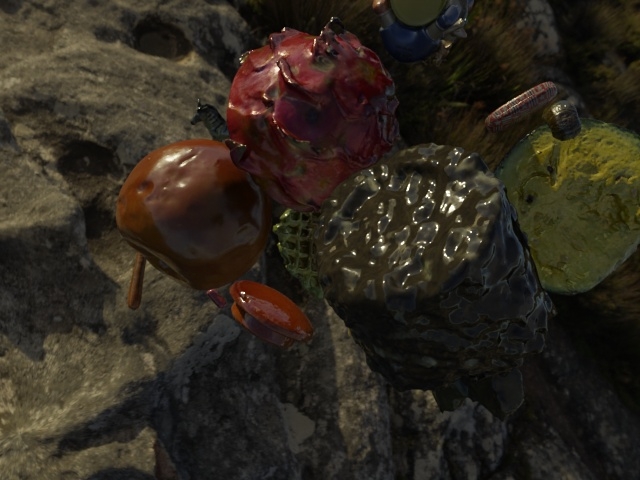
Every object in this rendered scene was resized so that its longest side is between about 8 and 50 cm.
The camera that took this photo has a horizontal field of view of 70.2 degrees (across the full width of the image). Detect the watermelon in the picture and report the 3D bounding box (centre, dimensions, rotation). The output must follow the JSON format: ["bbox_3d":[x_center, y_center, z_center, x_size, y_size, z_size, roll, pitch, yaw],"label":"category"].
[{"bbox_3d":[0.489,-0.062,0.922,0.189,0.330,0.331,27,43,-76],"label":"watermelon"}]

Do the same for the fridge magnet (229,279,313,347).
[{"bbox_3d":[-0.188,0.275,1.716,0.363,0.363,0.155,32,94,-19],"label":"fridge magnet"}]

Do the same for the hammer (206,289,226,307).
[{"bbox_3d":[-0.388,0.215,1.703,0.083,0.043,0.043,49,52,-6],"label":"hammer"}]

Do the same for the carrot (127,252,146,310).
[{"bbox_3d":[-0.603,0.109,1.511,0.043,0.043,0.248,13,68,-29],"label":"carrot"}]

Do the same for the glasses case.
[{"bbox_3d":[0.541,-0.354,1.229,0.073,0.194,0.049,23,42,-59],"label":"glasses case"}]

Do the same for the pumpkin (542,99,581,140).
[{"bbox_3d":[0.410,-0.209,0.770,0.028,0.050,0.083,37,35,-57],"label":"pumpkin"}]

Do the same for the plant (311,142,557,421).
[{"bbox_3d":[0.144,0.062,0.521,0.312,0.213,0.215,47,27,-35],"label":"plant"}]

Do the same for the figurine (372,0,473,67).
[{"bbox_3d":[0.199,-0.421,0.837,0.161,0.158,0.275,22,35,11],"label":"figurine"}]

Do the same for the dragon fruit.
[{"bbox_3d":[0.012,-0.248,0.907,0.386,0.248,0.371,-38,107,-42],"label":"dragon fruit"}]

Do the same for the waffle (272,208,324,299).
[{"bbox_3d":[0.000,0.000,1.334,0.317,0.073,0.297,-46,110,-34],"label":"waffle"}]

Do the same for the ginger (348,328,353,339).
[{"bbox_3d":[0.157,0.142,1.637,0.121,0.363,0.348,0,52,-23],"label":"ginger"}]

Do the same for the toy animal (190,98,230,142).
[{"bbox_3d":[-0.278,-0.328,1.373,0.216,0.176,0.074,6,49,-11],"label":"toy animal"}]

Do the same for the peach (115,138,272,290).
[{"bbox_3d":[-0.267,-0.062,1.038,0.342,0.342,0.302,39,67,-14],"label":"peach"}]
